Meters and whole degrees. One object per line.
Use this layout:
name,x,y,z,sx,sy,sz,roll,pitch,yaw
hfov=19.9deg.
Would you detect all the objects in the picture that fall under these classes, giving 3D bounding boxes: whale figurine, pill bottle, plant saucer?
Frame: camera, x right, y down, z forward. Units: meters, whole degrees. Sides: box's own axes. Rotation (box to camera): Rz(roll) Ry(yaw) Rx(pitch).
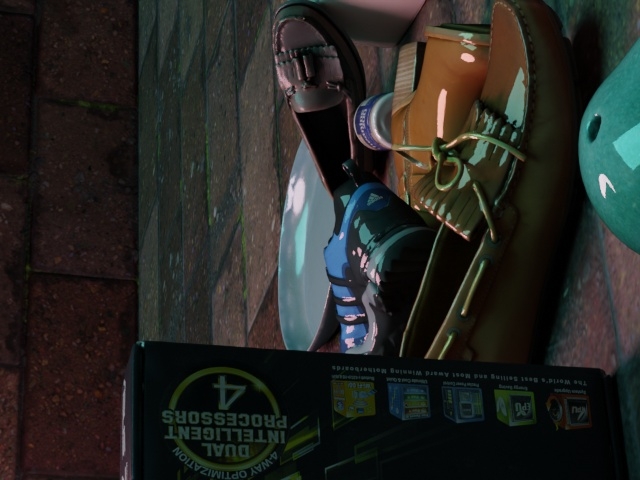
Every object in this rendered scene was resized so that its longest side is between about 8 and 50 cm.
whale figurine,0.256,-0.113,1.208,0.216,0.141,0.272,-118,36,-66
pill bottle,0.076,-0.136,2.097,0.120,0.067,0.067,-172,88,-76
plant saucer,0.000,0.000,2.405,0.317,0.044,0.317,-174,90,-76

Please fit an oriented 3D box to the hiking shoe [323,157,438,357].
hiking shoe,0.062,0.048,1.843,0.132,0.113,0.304,58,156,29

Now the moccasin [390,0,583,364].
moccasin,0.139,-0.034,1.634,0.139,0.147,0.380,-116,34,-65

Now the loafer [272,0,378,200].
loafer,0.008,-0.159,2.159,0.084,0.096,0.267,-75,-29,-45

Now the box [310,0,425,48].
box,0.049,-0.368,2.180,0.148,0.127,0.232,127,146,-64

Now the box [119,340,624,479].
box,0.043,0.244,1.397,0.097,0.395,0.318,116,156,-59

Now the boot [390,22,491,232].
boot,0.133,-0.095,1.782,0.283,0.109,0.220,172,99,-69
